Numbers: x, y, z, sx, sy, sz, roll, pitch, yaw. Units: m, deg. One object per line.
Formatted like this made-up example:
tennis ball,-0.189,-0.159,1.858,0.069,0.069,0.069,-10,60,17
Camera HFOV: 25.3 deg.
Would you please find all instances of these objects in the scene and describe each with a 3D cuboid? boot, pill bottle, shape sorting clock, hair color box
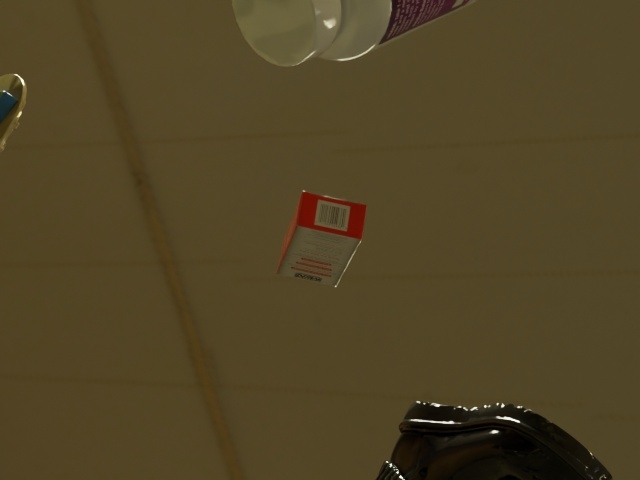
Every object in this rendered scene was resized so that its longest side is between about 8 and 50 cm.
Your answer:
boot,0.148,0.321,1.572,0.131,0.260,0.348,41,-22,-19
pill bottle,0.048,-0.299,1.591,0.169,0.301,0.169,24,-52,35
shape sorting clock,-0.445,-0.126,1.810,0.206,0.206,0.040,-25,-53,38
hair color box,0.000,0.000,1.513,0.072,0.043,0.141,12,-24,-6
